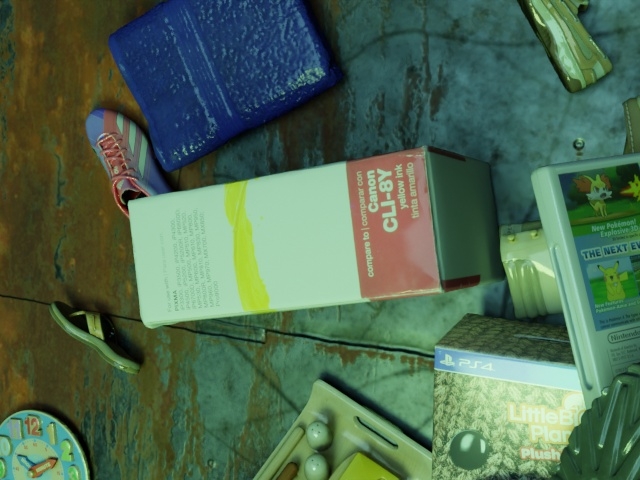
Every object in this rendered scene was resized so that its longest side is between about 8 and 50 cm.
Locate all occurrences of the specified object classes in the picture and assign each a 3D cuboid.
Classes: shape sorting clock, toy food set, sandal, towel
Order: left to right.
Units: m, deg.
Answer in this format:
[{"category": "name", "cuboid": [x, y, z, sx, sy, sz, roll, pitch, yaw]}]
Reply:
[{"category": "shape sorting clock", "cuboid": [-0.465, 0.379, 1.440, 0.206, 0.040, 0.206, 1, 92, 25]}, {"category": "sandal", "cuboid": [-0.343, 0.143, 1.363, 0.180, 0.072, 0.049, 33, 89, 18]}, {"category": "towel", "cuboid": [-0.137, -0.259, 1.252, 0.308, 0.076, 0.228, -24, 89, 23]}, {"category": "toy food set", "cuboid": [-0.005, 0.357, 1.131, 0.219, 0.092, 0.306, 30, 67, 20]}]

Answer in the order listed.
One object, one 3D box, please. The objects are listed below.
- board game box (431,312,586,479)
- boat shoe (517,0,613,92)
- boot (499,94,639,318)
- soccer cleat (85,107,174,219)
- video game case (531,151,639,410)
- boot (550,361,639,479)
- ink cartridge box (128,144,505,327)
[{"category": "board game box", "cuboid": [0.260, 0.254, 1.024, 0.232, 0.141, 0.291, 5, 103, 24]}, {"category": "boat shoe", "cuboid": [0.291, -0.276, 1.061, 0.072, 0.068, 0.190, -28, 90, 11]}, {"category": "boot", "cuboid": [0.311, -0.033, 1.037, 0.203, 0.095, 0.262, -3, 100, 25]}, {"category": "soccer cleat", "cuboid": [-0.287, -0.102, 1.309, 0.083, 0.095, 0.248, -39, 77, 21]}, {"category": "video game case", "cuboid": [0.392, 0.050, 0.908, 0.036, 0.329, 0.300, 151, 108, -68]}, {"category": "boot", "cuboid": [0.407, 0.283, 0.824, 0.367, 0.445, 0.146, -61, 32, 21]}, {"category": "ink cartridge box", "cuboid": [0.000, 0.000, 1.080, 0.384, 0.279, 0.160, -8, 88, 25]}]
